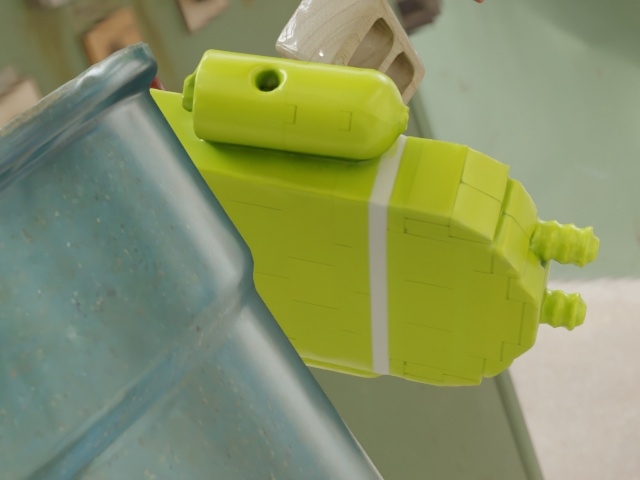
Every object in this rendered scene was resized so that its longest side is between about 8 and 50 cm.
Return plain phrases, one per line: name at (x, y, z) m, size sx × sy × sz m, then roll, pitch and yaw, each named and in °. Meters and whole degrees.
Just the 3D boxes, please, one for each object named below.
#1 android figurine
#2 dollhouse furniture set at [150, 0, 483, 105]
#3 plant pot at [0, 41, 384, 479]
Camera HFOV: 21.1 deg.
android figurine at (0.000, 0.000, 0.857) m, size 0.273 × 0.248 × 0.056 m, roll 9°, pitch 58°, yaw 10°
dollhouse furniture set at (-0.031, -0.160, 1.058) m, size 0.201 × 0.152 × 0.374 m, roll 34°, pitch 86°, yaw 24°
plant pot at (-0.088, 0.165, 0.597) m, size 0.341 × 0.334 × 0.341 m, roll -39°, pitch 5°, yaw 4°
